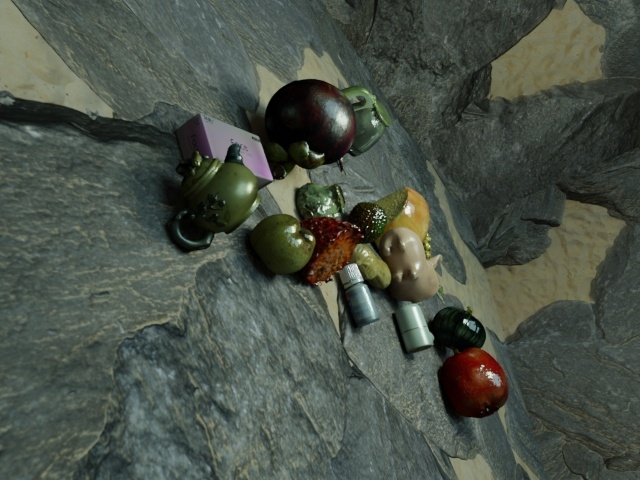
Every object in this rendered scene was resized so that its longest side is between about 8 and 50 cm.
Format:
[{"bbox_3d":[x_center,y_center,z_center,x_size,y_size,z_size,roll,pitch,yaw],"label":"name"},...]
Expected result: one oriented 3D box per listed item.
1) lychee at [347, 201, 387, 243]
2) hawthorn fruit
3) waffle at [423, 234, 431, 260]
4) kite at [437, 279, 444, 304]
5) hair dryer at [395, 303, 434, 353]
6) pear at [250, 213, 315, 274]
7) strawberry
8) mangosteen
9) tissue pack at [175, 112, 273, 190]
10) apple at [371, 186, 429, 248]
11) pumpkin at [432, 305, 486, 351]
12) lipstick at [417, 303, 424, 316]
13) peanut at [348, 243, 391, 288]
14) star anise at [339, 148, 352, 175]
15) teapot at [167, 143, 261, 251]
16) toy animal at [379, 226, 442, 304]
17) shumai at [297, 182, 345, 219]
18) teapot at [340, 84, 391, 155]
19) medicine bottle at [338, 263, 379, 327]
[{"bbox_3d":[0.179,-0.064,1.844,0.171,0.171,0.171,44,31,-36],"label":"lychee"},{"bbox_3d":[0.633,0.575,1.983,0.265,0.265,0.307,38,27,-42],"label":"hawthorn fruit"},{"bbox_3d":[0.511,0.116,2.284,0.325,0.068,0.301,-46,130,-70],"label":"waffle"},{"bbox_3d":[0.623,0.232,2.566,0.198,0.006,0.244,16,52,-57],"label":"kite"},{"bbox_3d":[0.412,0.378,1.947,0.357,0.108,0.173,36,36,-59],"label":"hair dryer"},{"bbox_3d":[-0.097,0.008,1.249,0.167,0.137,0.167,49,23,-30],"label":"pear"},{"bbox_3d":[0.000,0.000,1.402,0.178,0.234,0.234,44,18,23],"label":"strawberry"},{"bbox_3d":[-0.041,-0.347,1.556,0.306,0.306,0.359,19,81,-56],"label":"mangosteen"},{"bbox_3d":[-0.242,-0.216,1.242,0.246,0.093,0.148,6,62,-62],"label":"tissue pack"},{"bbox_3d":[0.351,-0.052,2.106,0.309,0.252,0.314,44,76,-35],"label":"apple"},{"bbox_3d":[0.629,0.392,2.144,0.250,0.216,0.250,28,-3,1],"label":"pumpkin"},{"bbox_3d":[0.433,0.311,2.097,0.037,0.037,0.116,47,25,-30],"label":"lipstick"},{"bbox_3d":[0.180,0.100,1.741,0.263,0.101,0.117,36,61,-49],"label":"peanut"},{"bbox_3d":[0.077,-0.377,2.068,0.141,0.144,0.158,25,-3,31],"label":"star anise"},{"bbox_3d":[-0.244,-0.104,1.052,0.182,0.173,0.269,44,65,-21],"label":"teapot"},{"bbox_3d":[0.343,0.099,1.889,0.269,0.237,0.326,-31,108,-63],"label":"toy animal"},{"bbox_3d":[0.019,-0.118,1.591,0.184,0.142,0.184,46,27,-32],"label":"shumai"},{"bbox_3d":[0.187,-0.591,2.254,0.321,0.239,0.239,54,25,-17],"label":"teapot"},{"bbox_3d":[0.124,0.179,1.569,0.083,0.083,0.203,6,62,-61],"label":"medicine bottle"}]
